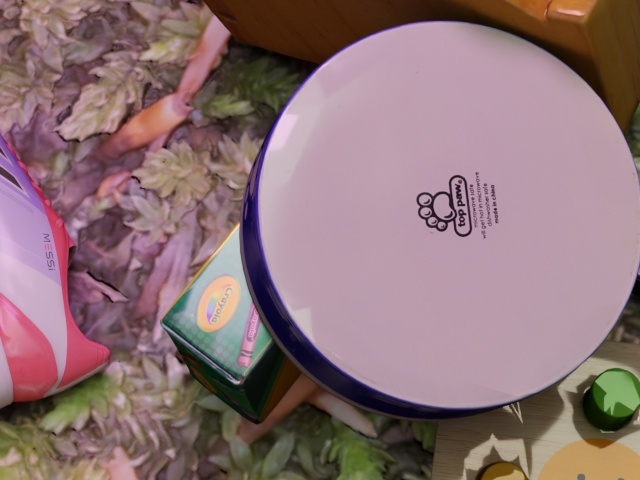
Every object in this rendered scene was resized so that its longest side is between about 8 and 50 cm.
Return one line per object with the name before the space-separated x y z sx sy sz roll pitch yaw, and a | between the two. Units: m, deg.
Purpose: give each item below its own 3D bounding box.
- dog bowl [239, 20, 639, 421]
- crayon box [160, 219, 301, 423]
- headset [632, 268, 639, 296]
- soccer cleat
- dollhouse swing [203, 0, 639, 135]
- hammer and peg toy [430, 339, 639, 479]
dog bowl | 0.080 -0.011 0.920 0.265 0.104 0.265 1 79 -8
crayon box | 0.000 0.000 1.052 0.081 0.165 0.278 36 77 12
headset | 0.395 -0.056 1.089 0.394 0.185 0.243 -3 67 18
soccer cleat | -0.268 -0.017 1.116 0.116 0.108 0.318 -11 68 -22
dollhouse swing | 0.111 -0.283 1.056 0.347 0.315 0.305 19 80 22
hammer and peg toy | 0.258 0.209 0.988 0.361 0.127 0.266 8 72 6
